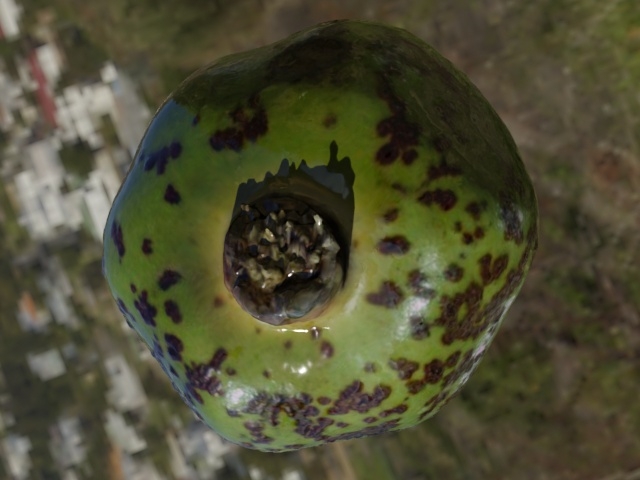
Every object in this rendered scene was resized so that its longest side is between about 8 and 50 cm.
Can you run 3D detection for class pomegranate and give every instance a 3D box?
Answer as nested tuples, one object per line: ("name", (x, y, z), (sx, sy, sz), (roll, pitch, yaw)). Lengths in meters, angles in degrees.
("pomegranate", (0.000, 0.000, 1.066), (0.270, 0.254, 0.254), (-17, -94, -83))
